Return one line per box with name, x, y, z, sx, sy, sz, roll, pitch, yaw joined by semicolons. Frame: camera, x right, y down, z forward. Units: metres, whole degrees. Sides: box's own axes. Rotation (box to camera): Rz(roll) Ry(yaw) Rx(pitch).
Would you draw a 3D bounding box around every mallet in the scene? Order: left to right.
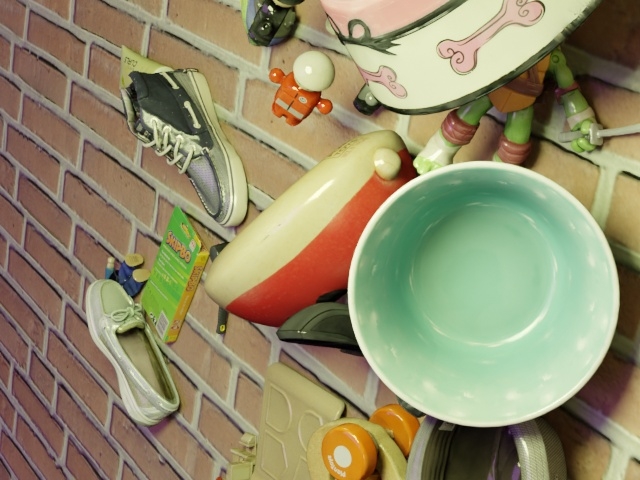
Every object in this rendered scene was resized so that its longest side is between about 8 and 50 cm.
mallet;-0.181;0.088;2.110;0.039;0.062;0.190;41;125;47

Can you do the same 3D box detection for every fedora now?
fedora;0.225;0.319;1.490;0.243;0.124;0.276;1;85;53

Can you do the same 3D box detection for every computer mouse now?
computer mouse;0.042;0.126;1.644;0.184;0.262;0.060;-13;70;62

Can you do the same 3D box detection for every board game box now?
board game box;-0.284;0.066;2.281;0.124;0.039;0.259;55;136;37

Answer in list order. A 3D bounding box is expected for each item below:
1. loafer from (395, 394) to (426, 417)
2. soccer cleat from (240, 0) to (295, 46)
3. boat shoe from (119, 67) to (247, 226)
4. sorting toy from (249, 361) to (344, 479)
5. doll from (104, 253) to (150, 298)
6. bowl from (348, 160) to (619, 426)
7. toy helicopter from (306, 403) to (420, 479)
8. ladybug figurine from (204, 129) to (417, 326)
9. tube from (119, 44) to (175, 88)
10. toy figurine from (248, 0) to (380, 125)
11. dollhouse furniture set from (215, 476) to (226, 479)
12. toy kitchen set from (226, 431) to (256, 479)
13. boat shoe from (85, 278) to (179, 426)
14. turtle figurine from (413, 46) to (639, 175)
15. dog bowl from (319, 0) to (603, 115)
loafer;0.154;0.134;1.538;0.078;0.076;0.223;-42;17;45
soccer cleat;-0.106;-0.463;1.941;0.121;0.093;0.289;-17;78;61
boat shoe;-0.256;-0.168;2.116;0.127;0.158;0.341;-53;50;42
sorting toy;-0.010;0.355;1.911;0.307;0.041;0.229;25;109;51
doll;-0.423;0.091;2.468;0.189;0.046;0.129;-43;71;48
bowl;0.196;0.054;1.414;0.163;0.311;0.312;-42;-45;-79
toy helicopter;0.084;0.430;1.699;0.235;0.140;0.355;-39;74;37
ladybug figurine;0.000;0.000;1.677;0.162;0.305;0.449;50;146;1
tube;-0.360;-0.333;2.344;0.070;0.062;0.240;-49;33;-8
toy figurine;0.017;-0.284;1.672;0.148;0.209;0.213;131;127;-59
dollhouse furniture set;-0.145;0.547;2.027;0.259;0.135;0.262;60;137;33
toy kitchen set;-0.150;0.383;2.075;0.083;0.075;0.068;11;101;50
boat shoe;-0.375;0.214;2.356;0.103;0.118;0.320;-36;70;38
turtle figurine;0.226;-0.146;1.398;0.275;0.197;0.266;63;144;35
dog bowl;0.165;-0.346;1.327;0.408;0.150;0.408;-35;32;25
